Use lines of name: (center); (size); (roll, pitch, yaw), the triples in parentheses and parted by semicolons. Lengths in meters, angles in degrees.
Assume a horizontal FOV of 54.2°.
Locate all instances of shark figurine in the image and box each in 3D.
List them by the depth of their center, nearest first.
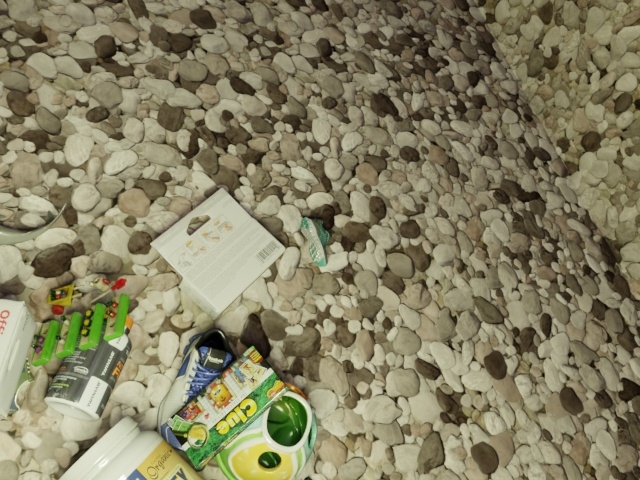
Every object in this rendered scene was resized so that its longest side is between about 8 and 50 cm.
shark figurine: (-0.770, -0.038, 1.504); (0.279, 0.116, 0.166); (8, 62, -21)

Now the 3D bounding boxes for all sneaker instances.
sneaker: (-0.683, 0.294, 1.403); (0.086, 0.064, 0.192); (27, 53, -25)
sneaker: (-0.292, 0.338, 1.497); (0.128, 0.182, 0.315); (20, 57, -15)
sneaker: (0.000, 0.000, 1.904); (0.076, 0.065, 0.166); (-6, 69, -34)

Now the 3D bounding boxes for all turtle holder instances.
turtle holder: (-0.139, 0.473, 1.471); (0.243, 0.227, 0.320); (47, 52, 3)

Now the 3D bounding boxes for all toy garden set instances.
toy garden set: (-0.553, 0.160, 1.437); (0.203, 0.244, 0.049); (-95, 158, -43)

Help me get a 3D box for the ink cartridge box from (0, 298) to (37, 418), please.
ink cartridge box: (-0.786, 0.232, 1.293); (0.308, 0.129, 0.223); (8, 59, -5)

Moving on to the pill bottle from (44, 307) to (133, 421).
pill bottle: (-0.521, 0.279, 1.444); (0.131, 0.130, 0.245); (25, 56, -13)

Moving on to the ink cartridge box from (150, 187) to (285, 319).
ink cartridge box: (-0.284, 0.030, 1.739); (0.261, 0.066, 0.296); (44, 53, 1)

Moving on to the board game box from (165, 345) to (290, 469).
board game box: (-0.209, 0.371, 1.402); (0.260, 0.030, 0.136); (-41, 63, -8)

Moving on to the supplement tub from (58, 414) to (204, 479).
supplement tub: (-0.370, 0.549, 1.315); (0.316, 0.228, 0.228); (45, 53, 1)

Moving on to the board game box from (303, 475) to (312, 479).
board game box: (-0.053, 0.690, 1.523); (0.126, 0.026, 0.186); (49, 54, 5)
